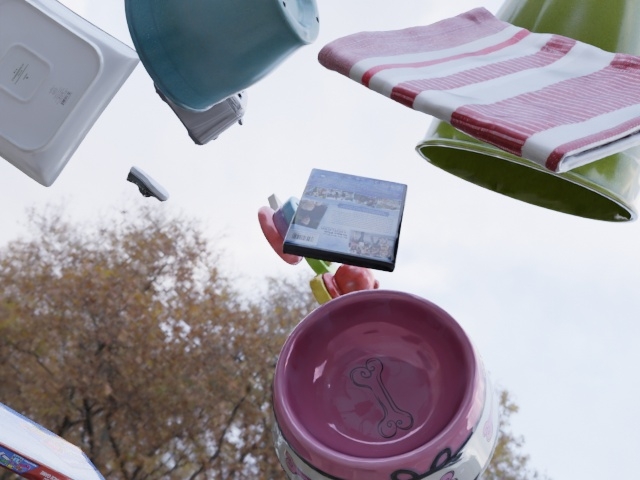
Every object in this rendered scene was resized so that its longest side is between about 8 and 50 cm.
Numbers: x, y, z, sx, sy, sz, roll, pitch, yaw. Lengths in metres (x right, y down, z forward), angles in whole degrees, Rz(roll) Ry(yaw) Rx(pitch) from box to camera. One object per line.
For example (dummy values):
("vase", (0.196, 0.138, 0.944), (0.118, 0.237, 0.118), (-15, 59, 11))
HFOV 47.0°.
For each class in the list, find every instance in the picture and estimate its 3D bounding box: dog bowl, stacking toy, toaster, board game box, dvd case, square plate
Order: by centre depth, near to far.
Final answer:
("board game box", (-0.367, 0.261, 0.927), (0.145, 0.027, 0.281), (31, -16, 41))
("dvd case", (0.050, -0.041, 1.251), (0.181, 0.253, 0.022), (11, -55, 5))
("dog bowl", (0.099, 0.259, 1.266), (0.408, 0.408, 0.150), (17, -34, 24))
("square plate", (-0.612, -0.344, 1.532), (0.344, 0.347, 0.049), (34, -4, 1))
("toaster", (-0.264, -0.335, 1.643), (0.147, 0.129, 0.227), (-27, -63, 16))
("stacking toy", (0.000, 0.000, 1.694), (0.130, 0.279, 0.309), (-34, -67, 12))

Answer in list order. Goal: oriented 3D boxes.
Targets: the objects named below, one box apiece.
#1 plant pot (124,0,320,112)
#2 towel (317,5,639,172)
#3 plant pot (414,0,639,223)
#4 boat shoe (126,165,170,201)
("plant pot", (-0.151, -0.391, 1.276), (0.255, 0.271, 0.271), (-15, -63, 25))
("towel", (0.184, -0.165, 0.729), (0.329, 0.237, 0.037), (37, -41, 45))
("plant pot", (0.387, -0.253, 1.195), (0.367, 0.352, 0.366), (20, 0, 0))
("boat shoe", (-0.384, -0.118, 1.636), (0.142, 0.040, 0.049), (39, 7, 36))
